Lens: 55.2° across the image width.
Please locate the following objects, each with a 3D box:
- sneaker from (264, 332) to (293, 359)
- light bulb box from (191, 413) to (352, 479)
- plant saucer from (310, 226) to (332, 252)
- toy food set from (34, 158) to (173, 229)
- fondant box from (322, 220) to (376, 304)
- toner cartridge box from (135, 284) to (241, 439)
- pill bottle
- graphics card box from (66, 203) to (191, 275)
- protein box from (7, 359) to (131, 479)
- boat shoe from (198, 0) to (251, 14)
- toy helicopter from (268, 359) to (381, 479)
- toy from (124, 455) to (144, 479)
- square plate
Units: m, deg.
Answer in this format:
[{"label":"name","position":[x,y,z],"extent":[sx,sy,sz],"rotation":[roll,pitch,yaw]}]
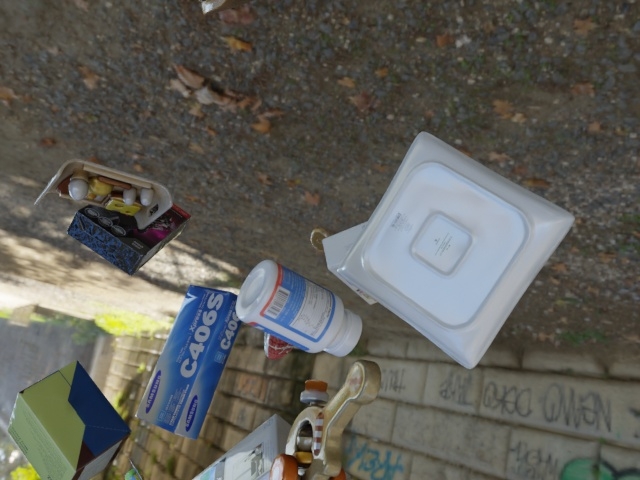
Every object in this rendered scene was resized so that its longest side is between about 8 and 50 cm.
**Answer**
[{"label":"sneaker","position":[-0.106,0.195,1.575],"extent":[0.088,0.225,0.093],"rotation":[25,152,-34]},{"label":"light bulb box","position":[-0.138,0.763,1.748],"extent":[0.358,0.361,0.225],"rotation":[47,-169,-20]},{"label":"plant saucer","position":[0.000,0.000,1.876],"extent":[0.083,0.083,0.015],"rotation":[3,-159,35]},{"label":"toy food set","position":[-0.589,-0.108,1.669],"extent":[0.306,0.092,0.220],"rotation":[17,152,-34]},{"label":"fondant box","position":[0.181,0.054,1.707],"extent":[0.238,0.096,0.330],"rotation":[-22,149,16]},{"label":"toner cartridge box","position":[-0.310,0.286,1.492],"extent":[0.165,0.347,0.075],"rotation":[3,157,42]},{"label":"pill bottle","position":[-0.035,0.135,1.143],"extent":[0.222,0.124,0.124],"rotation":[31,159,-26]},{"label":"graphics card box","position":[-0.585,-0.054,1.917],"extent":[0.233,0.094,0.371],"rotation":[36,-155,-2]},{"label":"protein box","position":[-0.533,0.403,1.292],"extent":[0.200,0.136,0.201],"rotation":[48,133,11]},{"label":"boat shoe","position":[-0.070,-0.293,0.643],"extent":[0.207,0.073,0.073],"rotation":[4,-156,42]},{"label":"toy helicopter","position":[0.020,0.354,1.240],"extent":[0.140,0.235,0.355],"rotation":[19,124,-20]},{"label":"toy","position":[-0.436,0.657,1.513],"extent":[0.056,0.136,0.237],"rotation":[-24,-149,-23]},{"label":"square plate","position":[0.238,0.012,1.181],"extent":[0.344,0.347,0.049],"rotation":[35,-168,23]}]
